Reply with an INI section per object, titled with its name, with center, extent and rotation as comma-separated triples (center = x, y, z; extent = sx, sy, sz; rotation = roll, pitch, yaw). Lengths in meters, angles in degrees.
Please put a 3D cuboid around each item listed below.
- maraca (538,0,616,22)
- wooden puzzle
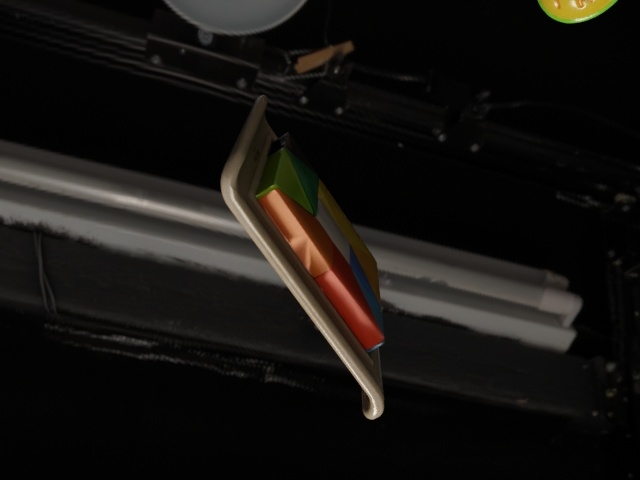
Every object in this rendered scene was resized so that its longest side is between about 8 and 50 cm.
[maraca]
center = 0.384, -0.389, 1.063
extent = 0.099, 0.185, 0.127
rotation = -17, -110, -54
[wooden puzzle]
center = 0.000, 0.000, 0.648
extent = 0.239, 0.044, 0.221
rotation = 60, -168, -19
